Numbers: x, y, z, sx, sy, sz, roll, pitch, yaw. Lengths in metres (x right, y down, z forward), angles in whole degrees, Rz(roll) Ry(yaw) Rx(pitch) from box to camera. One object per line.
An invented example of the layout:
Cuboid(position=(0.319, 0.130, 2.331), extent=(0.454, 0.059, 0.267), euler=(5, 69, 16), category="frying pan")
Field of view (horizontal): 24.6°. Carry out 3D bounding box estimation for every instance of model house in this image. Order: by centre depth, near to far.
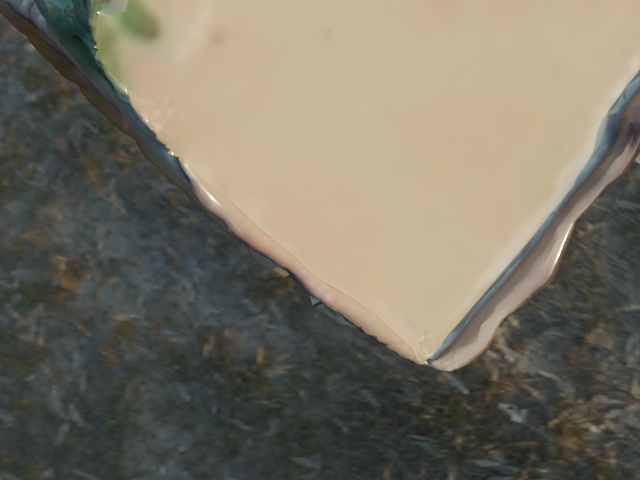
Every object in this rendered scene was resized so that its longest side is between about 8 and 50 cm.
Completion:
Cuboid(position=(0.000, -0.121, 0.549), extent=(0.237, 0.202, 0.237), euler=(-54, 33, -3), category="model house")

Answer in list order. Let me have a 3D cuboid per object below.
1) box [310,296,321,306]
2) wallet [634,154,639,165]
Cuboid(position=(0.000, 0.000, 1.464), extent=(0.033, 0.247, 0.129), euler=(-14, 85, -7), category="box")
Cuboid(position=(0.206, -0.150, 1.198), extent=(0.196, 0.020, 0.103), euler=(27, 90, -16), category="wallet")
